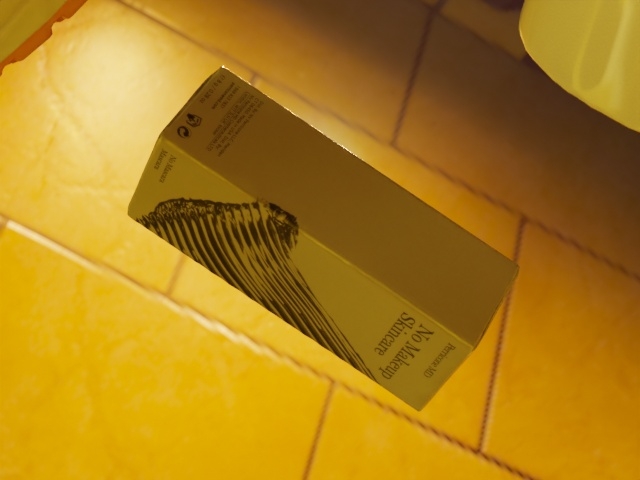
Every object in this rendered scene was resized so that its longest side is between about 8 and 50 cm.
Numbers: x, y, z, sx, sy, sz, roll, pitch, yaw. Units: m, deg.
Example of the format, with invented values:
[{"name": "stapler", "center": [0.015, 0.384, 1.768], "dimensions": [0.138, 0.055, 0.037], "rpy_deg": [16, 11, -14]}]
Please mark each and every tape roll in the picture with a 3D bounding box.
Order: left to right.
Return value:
[{"name": "tape roll", "center": [0.289, -0.159, 1.081], "dimensions": [0.286, 0.100, 0.286], "rpy_deg": [11, 31, -7]}]

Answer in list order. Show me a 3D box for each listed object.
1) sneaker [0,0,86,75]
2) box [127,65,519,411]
[{"name": "sneaker", "center": [-0.073, -0.155, 0.373], "dimensions": [0.121, 0.099, 0.262], "rpy_deg": [30, 81, -20]}, {"name": "box", "center": [0.000, 0.000, 1.145], "dimensions": [0.275, 0.113, 0.094], "rpy_deg": [34, 51, 3]}]
